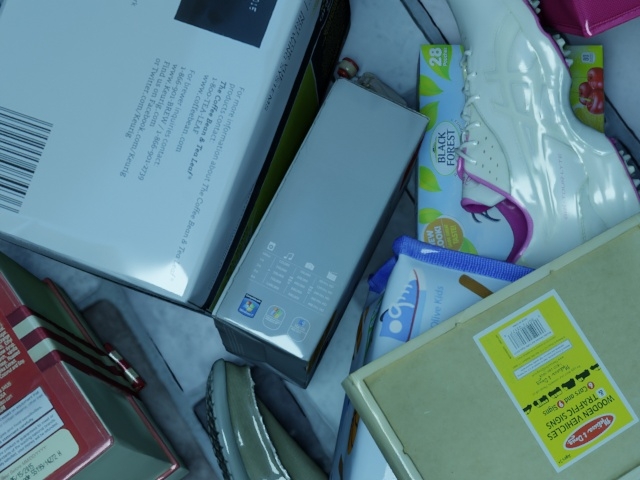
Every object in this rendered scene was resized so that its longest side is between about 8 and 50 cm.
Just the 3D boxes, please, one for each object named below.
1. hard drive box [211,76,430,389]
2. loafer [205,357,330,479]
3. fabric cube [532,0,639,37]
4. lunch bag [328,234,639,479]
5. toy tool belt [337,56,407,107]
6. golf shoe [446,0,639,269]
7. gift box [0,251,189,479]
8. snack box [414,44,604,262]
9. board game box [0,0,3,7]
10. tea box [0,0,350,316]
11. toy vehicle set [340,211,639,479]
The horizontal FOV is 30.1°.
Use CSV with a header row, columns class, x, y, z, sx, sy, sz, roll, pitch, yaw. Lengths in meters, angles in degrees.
class,x,y,z,sx,sy,sz,roll,pitch,yaw
hard drive box,0.000,0.000,1.050,0.089,0.181,0.232,25,77,5
loafer,-0.038,0.222,1.087,0.087,0.094,0.251,-19,86,-13
fabric cube,0.262,-0.350,1.028,0.254,0.259,0.258,-25,105,-1
lunch bag,0.205,0.203,0.990,0.386,0.239,0.327,11,80,-3
toy tool belt,0.039,-0.134,1.148,0.083,0.052,0.051,39,77,9
golf shoe,0.164,-0.106,1.036,0.140,0.115,0.306,-27,81,2
gift box,-0.278,0.189,1.010,0.255,0.258,0.276,-33,73,-2
snack box,0.176,-0.077,1.121,0.175,0.070,0.207,2,80,3
board game box,-0.400,-0.187,1.158,0.224,0.097,0.303,-20,80,1
tea box,-0.128,-0.121,1.016,0.220,0.323,0.329,20,83,6
toy vehicle set,0.171,0.109,0.866,0.267,0.035,0.166,-27,78,-16
